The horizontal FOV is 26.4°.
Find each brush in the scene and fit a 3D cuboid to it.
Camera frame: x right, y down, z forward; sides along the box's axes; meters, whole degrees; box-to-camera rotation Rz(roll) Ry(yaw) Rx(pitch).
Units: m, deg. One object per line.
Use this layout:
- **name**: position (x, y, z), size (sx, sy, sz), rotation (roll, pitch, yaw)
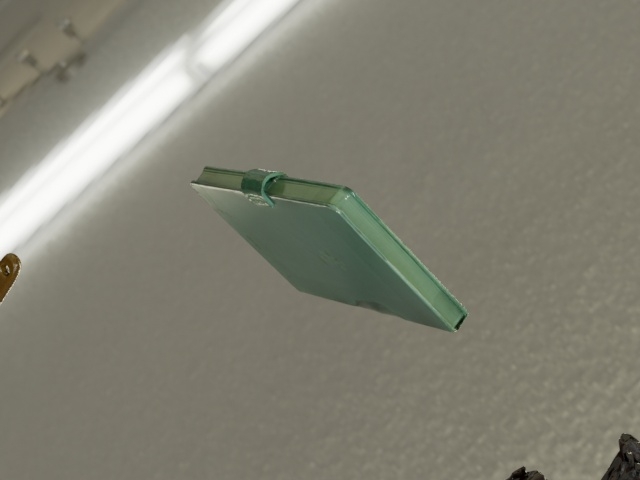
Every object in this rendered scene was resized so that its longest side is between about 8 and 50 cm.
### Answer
- **brush**: position (-0.258, 0.069, 1.004), size (0.014, 0.043, 0.170), rotation (-20, 153, -54)

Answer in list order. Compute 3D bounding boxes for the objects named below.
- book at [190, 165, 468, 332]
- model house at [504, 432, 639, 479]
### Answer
- **book**: position (0.000, 0.000, 0.678), size (0.017, 0.103, 0.135), rotation (-54, -149, -16)
- **model house**: position (0.141, 0.201, 0.832), size (0.203, 0.164, 0.141), rotation (-20, -169, -30)
